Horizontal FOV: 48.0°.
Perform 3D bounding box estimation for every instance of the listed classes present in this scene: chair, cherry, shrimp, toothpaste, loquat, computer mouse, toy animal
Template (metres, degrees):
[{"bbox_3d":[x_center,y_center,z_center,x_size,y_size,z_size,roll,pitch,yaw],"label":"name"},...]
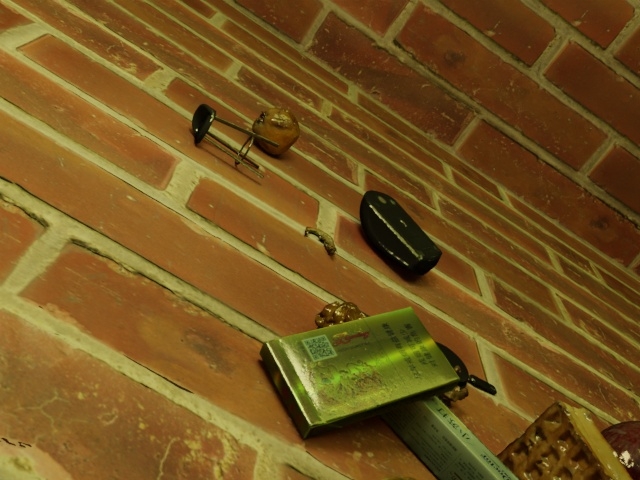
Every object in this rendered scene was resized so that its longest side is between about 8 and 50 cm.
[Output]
[{"bbox_3d":[-0.223,-0.241,1.778,0.222,0.104,0.095,32,40,-17],"label":"chair"},{"bbox_3d":[0.678,0.492,1.519,0.300,0.203,0.230,10,34,-23],"label":"cherry"},{"bbox_3d":[0.000,0.000,1.716,0.083,0.023,0.114,20,22,-28],"label":"shrimp"},{"bbox_3d":[0.203,0.341,1.264,0.313,0.089,0.071,45,19,20],"label":"toothpaste"},{"bbox_3d":[-0.124,-0.306,1.992,0.137,0.137,0.113,17,34,-39],"label":"loquat"},{"bbox_3d":[0.195,-0.013,1.920,0.269,0.100,0.170,50,30,18],"label":"computer mouse"},{"bbox_3d":[0.178,0.250,1.442,0.276,0.054,0.149,23,36,-15],"label":"toy animal"}]

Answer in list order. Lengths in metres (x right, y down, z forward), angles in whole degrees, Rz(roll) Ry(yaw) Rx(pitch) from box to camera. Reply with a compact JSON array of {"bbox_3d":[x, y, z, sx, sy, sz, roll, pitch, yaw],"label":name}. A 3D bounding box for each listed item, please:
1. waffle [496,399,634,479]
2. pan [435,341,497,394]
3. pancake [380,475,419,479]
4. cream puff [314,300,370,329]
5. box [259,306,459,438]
[{"bbox_3d":[0.431,0.447,1.230,0.091,0.213,0.308,29,22,-27],"label":"waffle"},{"bbox_3d":[0.310,0.289,1.592,0.235,0.028,0.136,26,25,-24],"label":"pan"},{"bbox_3d":[0.167,0.457,1.042,0.282,0.049,0.282,31,20,-13],"label":"pancake"},{"bbox_3d":[0.049,0.161,1.360,0.116,0.094,0.122,30,-20,10],"label":"cream puff"},{"bbox_3d":[0.070,0.216,1.226,0.311,0.043,0.173,-10,50,-32],"label":"box"}]
